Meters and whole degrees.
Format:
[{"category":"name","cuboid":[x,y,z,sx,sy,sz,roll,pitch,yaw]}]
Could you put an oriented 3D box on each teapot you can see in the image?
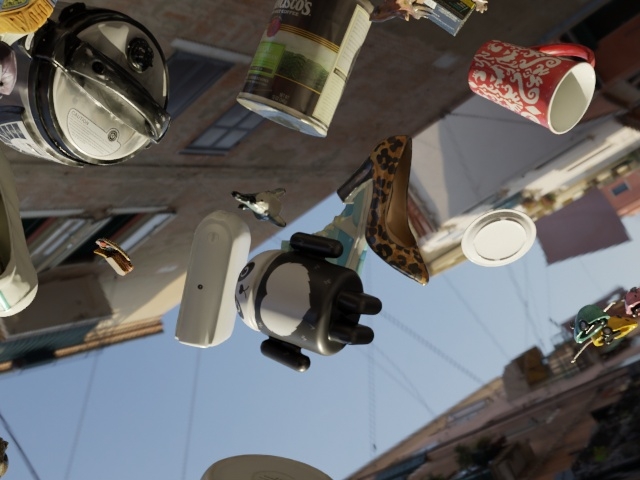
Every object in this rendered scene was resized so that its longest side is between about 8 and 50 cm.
[{"category":"teapot","cuboid":[-0.080,0.458,1.098,0.252,0.256,0.187,7,-86,-29]}]

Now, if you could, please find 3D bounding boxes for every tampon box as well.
[{"category":"tampon box","cuboid":[0.307,-0.571,1.602,0.120,0.161,0.101,34,178,2]}]

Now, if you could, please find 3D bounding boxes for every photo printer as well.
[{"category":"photo printer","cuboid":[-0.243,0.082,1.676,0.256,0.107,0.307,28,-107,-86]}]

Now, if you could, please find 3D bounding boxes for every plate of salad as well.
[{"category":"plate of salad","cuboid":[0.476,-0.011,1.919,0.200,0.200,0.048,38,-153,-29]}]

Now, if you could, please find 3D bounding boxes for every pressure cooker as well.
[{"category":"pressure cooker","cuboid":[-0.567,-0.371,1.671,0.370,0.420,0.375,-29,-51,-48]}]

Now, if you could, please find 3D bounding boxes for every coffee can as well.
[{"category":"coffee can","cuboid":[-0.029,-0.377,1.465,0.201,0.275,0.201,22,-179,0]}]

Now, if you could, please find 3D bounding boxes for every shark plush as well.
[{"category":"shark plush","cuboid":[-0.115,-0.056,1.272,0.161,0.067,0.073,-9,-87,-70]}]

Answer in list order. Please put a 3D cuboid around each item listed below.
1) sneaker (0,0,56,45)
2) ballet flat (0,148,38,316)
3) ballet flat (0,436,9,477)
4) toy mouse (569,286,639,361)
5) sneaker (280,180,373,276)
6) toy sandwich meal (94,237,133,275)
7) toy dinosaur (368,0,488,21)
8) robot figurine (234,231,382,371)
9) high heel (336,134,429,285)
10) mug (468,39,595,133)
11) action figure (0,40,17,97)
[{"category":"sneaker","cuboid":[-0.540,-0.365,1.147,0.131,0.296,0.112,27,166,19]},{"category":"ballet flat","cuboid":[-0.574,-0.067,1.183,0.139,0.139,0.400,1,-124,-55]},{"category":"ballet flat","cuboid":[-0.529,0.319,1.092,0.084,0.250,0.058,32,-115,-30]},{"category":"toy mouse","cuboid":[0.384,0.094,0.940,0.143,0.161,0.031,41,-157,-53]},{"category":"sneaker","cuboid":[0.000,0.000,1.550,0.208,0.319,0.127,15,180,4]},{"category":"toy sandwich meal","cuboid":[-0.390,0.031,1.340,0.085,0.085,0.029,44,-117,-20]},{"category":"toy dinosaur","cuboid":[0.208,-0.496,1.229,0.200,0.295,0.127,-20,-130,-37]},{"category":"robot figurine","cuboid":[-0.030,0.115,1.343,0.209,0.278,0.173,-54,-34,-33]},{"category":"high heel","cuboid":[0.160,-0.059,1.328,0.261,0.186,0.093,53,-147,13]},{"category":"mug","cuboid":[0.342,-0.256,1.143,0.150,0.113,0.169,-21,-141,-34]},{"category":"action figure","cuboid":[-0.436,-0.135,0.763,0.185,0.099,0.285,34,-136,-16]}]
